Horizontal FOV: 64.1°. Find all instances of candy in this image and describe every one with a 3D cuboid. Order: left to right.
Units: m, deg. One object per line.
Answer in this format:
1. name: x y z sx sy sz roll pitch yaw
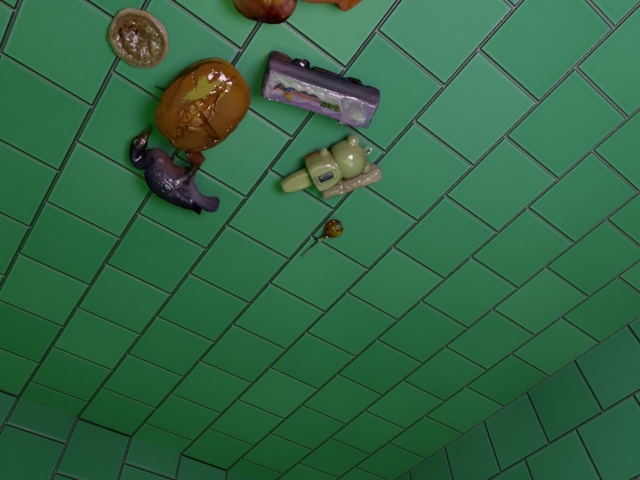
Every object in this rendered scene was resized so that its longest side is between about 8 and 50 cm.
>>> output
1. candy: 0.000 0.000 1.688 0.060 0.060 0.201 34 125 -24

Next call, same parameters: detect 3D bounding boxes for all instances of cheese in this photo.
1. cheese: 0.093 -0.176 1.548 0.194 0.064 0.043 -20 131 11

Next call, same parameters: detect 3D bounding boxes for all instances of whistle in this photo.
1. whistle: 0.018 -0.210 1.494 0.289 0.106 0.131 -22 125 12

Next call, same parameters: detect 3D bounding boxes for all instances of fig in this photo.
1. fig: -0.133 -0.639 1.181 0.159 0.159 0.256 -4 104 0

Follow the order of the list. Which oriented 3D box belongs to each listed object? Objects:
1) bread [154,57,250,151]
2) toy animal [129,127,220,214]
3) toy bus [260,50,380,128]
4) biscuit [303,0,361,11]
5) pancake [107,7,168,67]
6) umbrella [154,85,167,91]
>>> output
1. bread: -0.309 -0.356 1.346 0.270 0.142 0.195 -37 124 15
2. toy animal: -0.417 -0.191 1.486 0.186 0.122 0.298 -29 115 12
3. toy bus: 0.004 -0.388 1.347 0.317 0.138 0.112 14 125 -10
4. biscuit: 0.066 -0.677 1.048 0.350 0.078 0.455 -25 157 -12
5. pancake: -0.465 -0.514 1.308 0.152 0.025 0.151 -2 127 -2
6. umbrella: -0.394 -0.399 1.401 0.122 0.013 0.022 24 141 -20
